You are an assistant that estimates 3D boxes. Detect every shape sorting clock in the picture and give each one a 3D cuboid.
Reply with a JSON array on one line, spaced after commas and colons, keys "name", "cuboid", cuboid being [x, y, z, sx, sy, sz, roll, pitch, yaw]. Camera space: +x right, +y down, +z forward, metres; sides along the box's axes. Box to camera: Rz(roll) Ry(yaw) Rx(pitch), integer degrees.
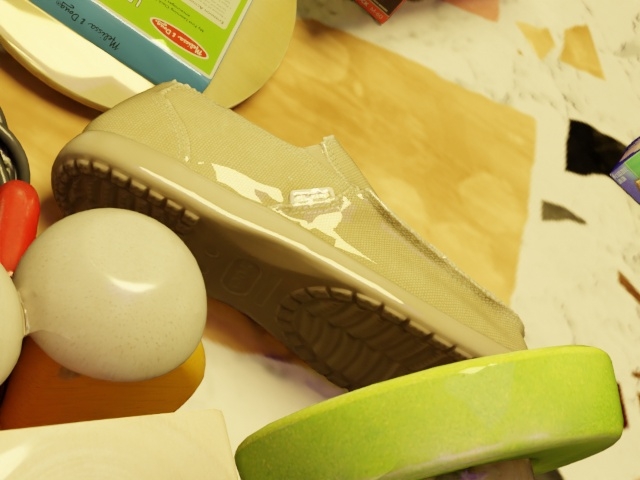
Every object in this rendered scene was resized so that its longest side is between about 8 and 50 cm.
[{"name": "shape sorting clock", "cuboid": [-0.107, -0.158, 0.755, 0.206, 0.040, 0.206, 16, 57, -27]}]

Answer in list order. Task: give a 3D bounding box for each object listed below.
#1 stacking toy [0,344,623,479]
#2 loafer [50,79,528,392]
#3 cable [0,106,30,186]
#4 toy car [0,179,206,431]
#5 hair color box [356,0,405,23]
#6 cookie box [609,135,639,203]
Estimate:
[{"name": "stacking toy", "cuboid": [-0.037, 0.145, 0.471, 0.309, 0.279, 0.130, -5, 72, -32]}, {"name": "loafer", "cuboid": [0.000, 0.000, 0.687, 0.269, 0.102, 0.092, 30, 57, -12]}, {"name": "cable", "cuboid": [-0.220, -0.040, 0.612, 0.184, 0.047, 0.150, 49, 50, 2]}, {"name": "toy car", "cuboid": [-0.143, 0.035, 0.548, 0.182, 0.159, 0.136, -6, 53, -33]}, {"name": "hair color box", "cuboid": [0.055, -0.226, 0.887, 0.093, 0.053, 0.167, 41, 49, -4]}, {"name": "cookie box", "cuboid": [0.258, -0.037, 0.874, 0.107, 0.092, 0.040, 42, 52, -3]}]
